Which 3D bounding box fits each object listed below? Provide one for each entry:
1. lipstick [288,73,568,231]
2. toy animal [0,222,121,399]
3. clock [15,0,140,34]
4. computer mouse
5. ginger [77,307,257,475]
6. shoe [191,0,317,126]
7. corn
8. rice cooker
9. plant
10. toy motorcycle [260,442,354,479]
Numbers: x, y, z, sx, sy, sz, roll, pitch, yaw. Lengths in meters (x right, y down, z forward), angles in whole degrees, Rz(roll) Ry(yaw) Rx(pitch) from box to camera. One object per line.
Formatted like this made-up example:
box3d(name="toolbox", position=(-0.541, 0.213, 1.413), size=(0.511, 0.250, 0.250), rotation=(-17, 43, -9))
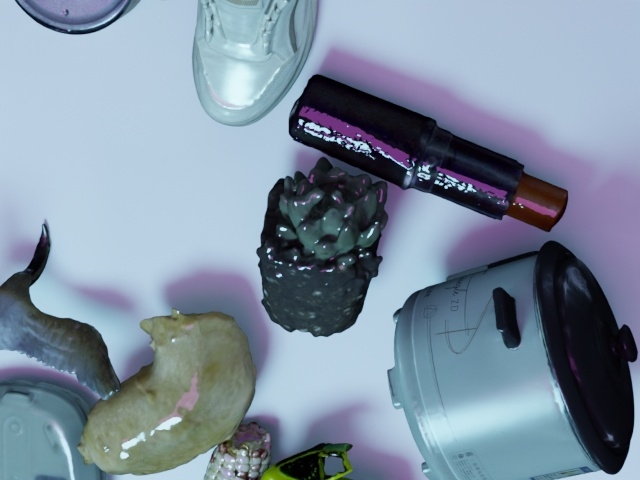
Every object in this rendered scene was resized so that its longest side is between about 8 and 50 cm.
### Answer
box3d(name="lipstick", position=(0.111, -0.084, 1.367), size=(0.300, 0.081, 0.081), rotation=(24, 115, 4))
box3d(name="toy animal", position=(-0.342, 0.078, 1.487), size=(0.272, 0.160, 0.197), rotation=(12, 93, 23))
box3d(name="clock", position=(-0.253, -0.294, 1.372), size=(0.229, 0.063, 0.155), rotation=(15, 115, 5))
box3d(name="computer mouse", position=(-0.356, 0.327, 1.638), size=(0.197, 0.095, 0.331), rotation=(8, 105, 8))
box3d(name="ginger", position=(-0.169, 0.185, 1.514), size=(0.152, 0.138, 0.267), rotation=(43, 105, 16))
box3d(name="shoe", position=(-0.070, -0.247, 1.300), size=(0.124, 0.159, 0.316), rotation=(13, 112, 6))
box3d(name="corn", position=(-0.121, 0.345, 1.591), size=(0.092, 0.092, 0.280), rotation=(16, 113, 6))
box3d(name="rice cooker", position=(0.209, 0.132, 1.352), size=(0.227, 0.241, 0.280), rotation=(-18, 143, 23))
box3d(name="plant", position=(0.000, 0.000, 1.386), size=(0.129, 0.132, 0.194), rotation=(9, 133, -2))
box3d(name="toy motorcycle", position=(0.051, 0.345, 1.511), size=(0.342, 0.142, 0.206), rotation=(22, 121, -4))
